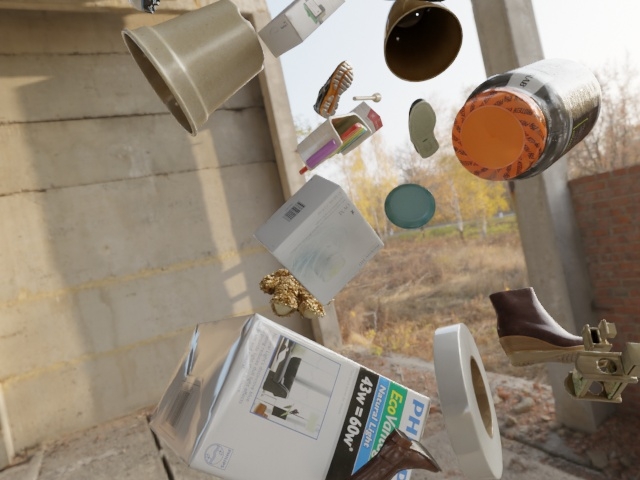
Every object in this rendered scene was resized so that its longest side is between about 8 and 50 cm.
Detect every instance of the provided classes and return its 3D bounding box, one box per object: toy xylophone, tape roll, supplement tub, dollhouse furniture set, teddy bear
[{"bbox_3d":[0.060,-0.291,1.217,0.236,0.081,0.322,-35,3,36],"label":"toy xylophone"},{"bbox_3d":[0.391,0.414,1.191,0.072,0.392,0.392,-17,-1,24],"label":"tape roll"},{"bbox_3d":[0.416,-0.245,0.913,0.207,0.207,0.338,-11,13,47],"label":"supplement tub"},{"bbox_3d":[0.557,0.213,0.913,0.101,0.161,0.182,-1,-40,15],"label":"dollhouse furniture set"},{"bbox_3d":[-0.079,0.160,1.452,0.244,0.113,0.338,9,10,8],"label":"teddy bear"}]

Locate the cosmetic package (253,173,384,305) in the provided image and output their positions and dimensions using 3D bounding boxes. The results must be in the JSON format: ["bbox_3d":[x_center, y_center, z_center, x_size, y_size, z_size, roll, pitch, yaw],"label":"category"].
[{"bbox_3d":[0.000,0.000,1.133,0.224,0.225,0.138,-45,35,-6],"label":"cosmetic package"}]

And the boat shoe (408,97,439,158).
[{"bbox_3d":[0.276,-0.319,1.261,0.084,0.079,0.233,-28,-27,7],"label":"boat shoe"}]

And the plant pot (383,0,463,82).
[{"bbox_3d":[0.299,-0.674,1.422,0.237,0.255,0.237,-2,-39,-2],"label":"plant pot"}]

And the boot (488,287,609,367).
[{"bbox_3d":[0.579,0.209,1.161,0.248,0.207,0.090,-9,-36,9],"label":"boot"}]

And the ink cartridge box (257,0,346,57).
[{"bbox_3d":[-0.056,-0.648,1.311,0.219,0.093,0.160,-52,28,-21],"label":"ink cartridge box"}]

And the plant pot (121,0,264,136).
[{"bbox_3d":[-0.347,-0.532,1.327,0.305,0.334,0.334,-38,7,-12],"label":"plant pot"}]

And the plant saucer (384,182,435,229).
[{"bbox_3d":[0.210,-0.083,1.063,0.119,0.119,0.021,-12,27,18],"label":"plant saucer"}]

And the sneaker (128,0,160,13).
[{"bbox_3d":[-0.201,-0.354,0.484,0.086,0.237,0.085,1,-14,-25],"label":"sneaker"}]

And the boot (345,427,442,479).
[{"bbox_3d":[0.096,0.321,0.613,0.114,0.106,0.037,-49,17,0],"label":"boot"}]

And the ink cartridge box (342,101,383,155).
[{"bbox_3d":[0.131,-0.438,1.768,0.198,0.115,0.067,-39,-30,0],"label":"ink cartridge box"}]

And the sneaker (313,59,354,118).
[{"bbox_3d":[0.040,-0.531,1.571,0.084,0.215,0.083,28,2,-45],"label":"sneaker"}]

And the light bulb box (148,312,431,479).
[{"bbox_3d":[-0.068,0.313,0.820,0.361,0.225,0.358,31,-24,-19],"label":"light bulb box"}]
